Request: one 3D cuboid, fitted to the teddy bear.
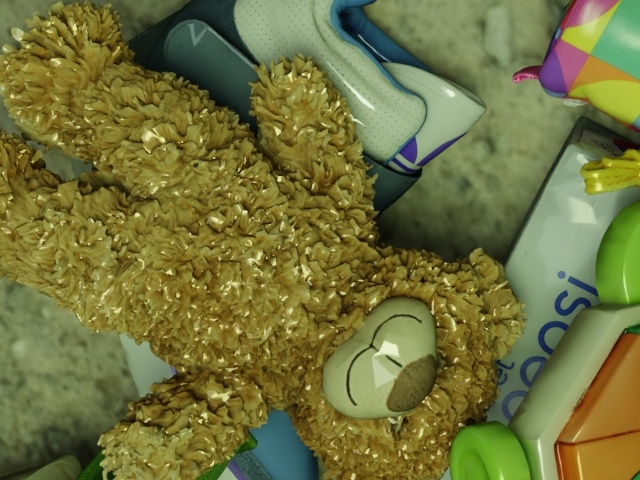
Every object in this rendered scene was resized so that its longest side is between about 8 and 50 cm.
[{"bbox_3d":[-0.051,0.010,1.061,0.245,0.113,0.338,-39,86,-24],"label":"teddy bear"}]

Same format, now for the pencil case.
[{"bbox_3d":[0.234,-0.076,1.128,0.236,0.104,0.104,30,108,5],"label":"pencil case"}]

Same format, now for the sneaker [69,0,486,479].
[{"bbox_3d":[0.000,0.000,1.186,0.236,0.130,0.323,-20,92,21],"label":"sneaker"}]

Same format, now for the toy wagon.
[{"bbox_3d":[0.200,0.120,1.060,0.267,0.068,0.344,-10,94,-25],"label":"toy wagon"}]

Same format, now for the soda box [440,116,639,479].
[{"bbox_3d":[0.130,0.077,1.194,0.098,0.091,0.286,26,107,4],"label":"soda box"}]

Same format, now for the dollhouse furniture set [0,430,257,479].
[{"bbox_3d":[-0.135,0.238,1.189,0.301,0.151,0.197,-21,113,42],"label":"dollhouse furniture set"}]
